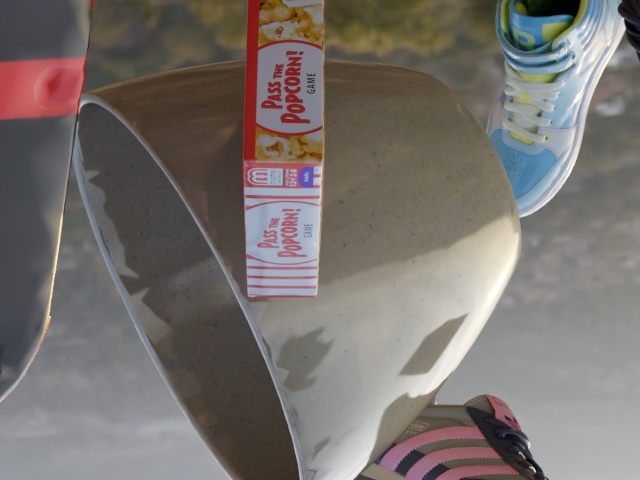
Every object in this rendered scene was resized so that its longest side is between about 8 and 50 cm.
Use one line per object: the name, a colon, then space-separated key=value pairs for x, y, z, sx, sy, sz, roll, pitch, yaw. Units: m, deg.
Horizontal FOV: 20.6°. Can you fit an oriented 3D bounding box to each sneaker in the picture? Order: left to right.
sneaker: x=0.136 y=0.183 z=1.397 sx=0.319 sy=0.131 sz=0.112 roll=15 pitch=150 yaw=47
sneaker: x=0.246 y=-0.186 z=2.079 sx=0.127 sy=0.319 sz=0.208 roll=22 pitch=-175 yaw=25

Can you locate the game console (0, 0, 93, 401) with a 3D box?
game console: x=-0.253 y=-0.053 z=0.728 sx=0.060 sy=0.342 sz=0.386 roll=22 pitch=-159 yaw=36

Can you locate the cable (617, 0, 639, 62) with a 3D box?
cable: x=0.383 y=-0.198 z=1.791 sx=0.150 sy=0.185 sz=0.047 roll=-14 pitch=166 yaw=-34

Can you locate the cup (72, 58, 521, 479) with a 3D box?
cup: x=0.000 y=0.000 z=1.255 sx=0.237 sy=0.331 sz=0.331 roll=-27 pitch=176 yaw=-18

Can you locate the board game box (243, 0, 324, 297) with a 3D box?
board game box: x=-0.021 y=-0.086 z=1.024 sx=0.045 sy=0.194 sz=0.147 roll=0 pitch=148 yaw=-1
